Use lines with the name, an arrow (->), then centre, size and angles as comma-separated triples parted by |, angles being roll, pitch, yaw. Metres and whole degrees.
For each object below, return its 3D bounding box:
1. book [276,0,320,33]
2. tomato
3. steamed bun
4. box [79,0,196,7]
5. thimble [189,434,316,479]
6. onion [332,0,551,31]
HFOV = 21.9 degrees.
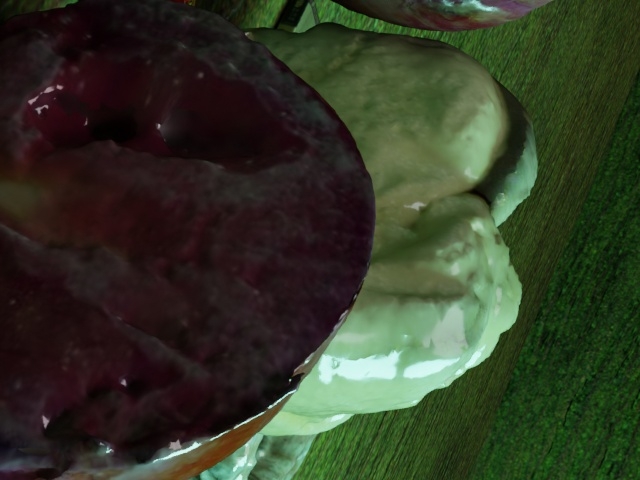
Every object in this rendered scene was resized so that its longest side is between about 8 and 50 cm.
book -> -0.048, -0.092, 1.530 | 0.161, 0.026, 0.231 | 76, 35, -59
tomato -> -0.127, 0.033, 0.993 | 0.335, 0.289, 0.176 | -60, 167, -30
steamed bun -> -0.005, 0.002, 1.279 | 0.230, 0.324, 0.372 | 96, 4, -51
box -> -0.128, -0.167, 1.168 | 0.082, 0.051, 0.023 | -36, 141, -62
thimble -> -0.081, 0.130, 1.448 | 0.229, 0.148, 0.196 | -56, 158, -38
onion -> 0.089, -0.330, 1.227 | 0.353, 0.353, 0.354 | 17, 90, -73
